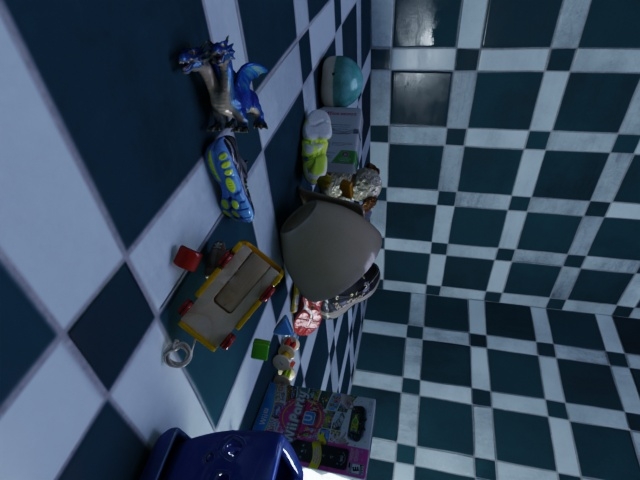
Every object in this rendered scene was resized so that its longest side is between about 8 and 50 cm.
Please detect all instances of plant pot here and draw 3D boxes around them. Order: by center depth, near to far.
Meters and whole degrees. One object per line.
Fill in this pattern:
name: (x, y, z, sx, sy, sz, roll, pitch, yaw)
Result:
plant pot: (-0.163, 0.426, 0.660, 0.235, 0.212, 0.235, 80, 20, -49)
plant pot: (0.000, 0.000, 1.203, 0.191, 0.284, 0.284, 49, 34, -21)

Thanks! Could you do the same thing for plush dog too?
plush dog: (0.122, -0.218, 1.654, 0.210, 0.226, 0.262, 67, 31, -66)

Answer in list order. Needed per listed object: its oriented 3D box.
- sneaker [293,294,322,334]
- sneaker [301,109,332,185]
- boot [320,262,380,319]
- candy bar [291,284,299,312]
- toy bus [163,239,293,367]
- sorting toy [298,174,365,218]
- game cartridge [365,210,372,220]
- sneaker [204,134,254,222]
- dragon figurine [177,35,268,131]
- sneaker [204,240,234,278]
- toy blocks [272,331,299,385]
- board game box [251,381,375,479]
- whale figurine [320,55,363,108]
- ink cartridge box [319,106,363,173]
sneaker: (-0.037, 0.202, 1.449, 0.128, 0.087, 0.221, -97, -157, -58)
sneaker: (-0.023, -0.280, 1.350, 0.126, 0.091, 0.239, 124, -26, -71)
boot: (0.123, 0.119, 1.758, 0.378, 0.138, 0.284, -30, 135, -35)
candy bar: (-0.077, 0.154, 1.391, 0.040, 0.018, 0.161, 14, 82, -75)
toy bus: (-0.151, 0.096, 0.721, 0.104, 0.203, 0.190, -131, -143, -86)
sorting toy: (0.032, -0.094, 1.329, 0.041, 0.229, 0.307, -61, 159, -22)
game cartridge: (0.127, 0.043, 1.957, 0.354, 0.068, 0.230, -67, 172, 25)
sneaker: (-0.154, -0.109, 0.805, 0.078, 0.067, 0.188, -65, 155, -42)
dragon figurine: (-0.141, -0.265, 0.751, 0.289, 0.085, 0.143, -49, 143, -67)
sneaker: (-0.161, 0.053, 0.848, 0.188, 0.066, 0.071, 52, 44, -73)
toy blocks: (-0.096, 0.357, 1.313, 0.148, 0.054, 0.123, -56, 148, -67)
board game box: (-0.019, 0.512, 1.141, 0.224, 0.304, 0.097, -69, 160, -53)
whale figurine: (0.086, -0.542, 1.549, 0.272, 0.141, 0.216, 12, 84, -78)
ink cartridge box: (0.060, -0.344, 1.490, 0.087, 0.153, 0.208, 59, 39, -71)
